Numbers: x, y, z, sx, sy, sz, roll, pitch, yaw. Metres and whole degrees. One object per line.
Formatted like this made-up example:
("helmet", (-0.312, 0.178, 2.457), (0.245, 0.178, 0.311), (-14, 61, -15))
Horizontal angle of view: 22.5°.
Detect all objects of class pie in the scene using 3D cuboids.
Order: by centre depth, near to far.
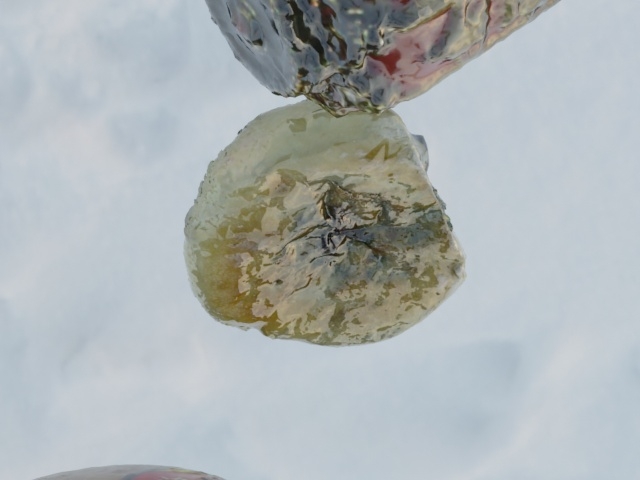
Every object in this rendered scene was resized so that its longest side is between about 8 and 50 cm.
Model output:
("pie", (-0.001, -0.002, 1.068), (0.185, 0.052, 0.218), (-23, 137, 10))

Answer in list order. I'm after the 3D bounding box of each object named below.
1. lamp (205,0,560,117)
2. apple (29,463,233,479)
("lamp", (0.064, -0.185, 0.901), (0.274, 0.177, 0.177), (-35, 133, -21))
("apple", (-0.141, 0.346, 1.100), (0.334, 0.400, 0.400), (1, 128, -20))
